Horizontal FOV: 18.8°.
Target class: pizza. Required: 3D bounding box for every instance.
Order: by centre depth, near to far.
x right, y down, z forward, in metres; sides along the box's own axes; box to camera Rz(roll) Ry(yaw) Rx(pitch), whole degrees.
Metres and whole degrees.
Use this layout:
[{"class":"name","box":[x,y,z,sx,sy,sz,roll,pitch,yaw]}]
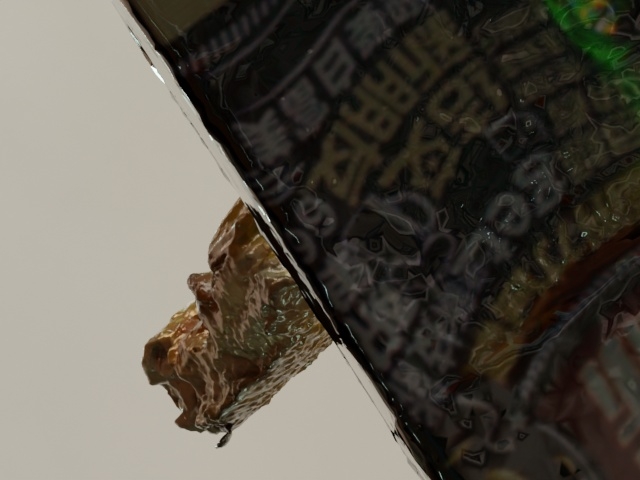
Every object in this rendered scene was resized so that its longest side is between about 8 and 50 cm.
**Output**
[{"class":"pizza","box":[0.000,0.000,0.657,0.182,0.161,0.062,-42,-91,14]}]

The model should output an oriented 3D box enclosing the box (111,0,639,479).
[{"class":"box","box":[0.055,-0.073,0.460,0.198,0.310,0.084,-35,-162,-3]}]
